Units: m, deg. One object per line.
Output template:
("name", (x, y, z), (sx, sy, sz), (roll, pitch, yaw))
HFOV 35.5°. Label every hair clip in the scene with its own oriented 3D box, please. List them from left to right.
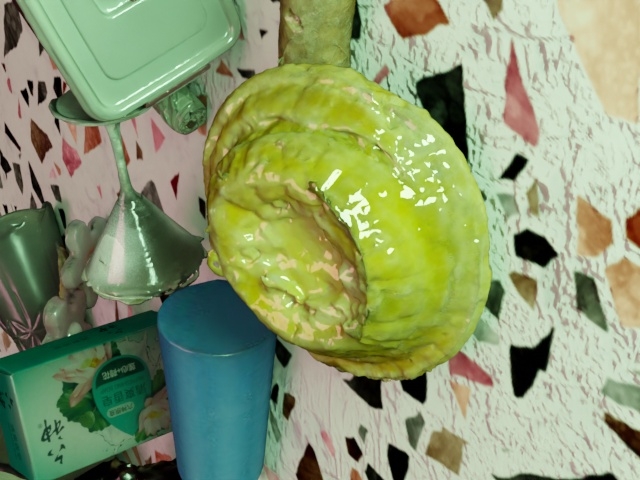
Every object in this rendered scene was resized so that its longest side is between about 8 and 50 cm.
("hair clip", (-0.353, 0.078, 1.419), (0.146, 0.075, 0.257), (89, -178, -59))

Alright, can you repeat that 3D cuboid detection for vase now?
("vase", (-0.474, 0.108, 1.661), (0.251, 0.156, 0.300), (-20, 94, 42))

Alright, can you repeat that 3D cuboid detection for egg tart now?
("egg tart", (0.000, 0.000, 0.827), (0.290, 0.115, 0.290), (20, 126, 31))

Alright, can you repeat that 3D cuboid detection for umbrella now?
("umbrella", (-0.185, -0.181, 1.153), (0.143, 0.062, 0.067), (53, 175, 19))

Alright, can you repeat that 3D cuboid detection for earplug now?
("earplug", (-0.117, 0.193, 1.161), (0.132, 0.132, 0.273), (40, 139, 42))

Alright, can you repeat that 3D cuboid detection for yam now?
("yam", (-0.014, -0.106, 0.903), (0.081, 0.081, 0.356), (42, 138, 41))

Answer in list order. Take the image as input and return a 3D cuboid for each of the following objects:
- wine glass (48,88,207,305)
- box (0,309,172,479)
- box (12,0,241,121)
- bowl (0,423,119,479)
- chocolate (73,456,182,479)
("wine glass", (-0.218, -0.063, 1.121), (0.156, 0.156, 0.232), (37, 142, 45))
("box", (-0.293, 0.200, 1.319), (0.092, 0.245, 0.153), (8, 111, 53))
("box", (-0.229, -0.287, 0.989), (0.167, 0.193, 0.294), (37, 157, 52))
("bowl", (-0.474, 0.388, 1.680), (0.354, 0.354, 0.185), (120, 168, -50))
("chocolate", (-0.192, 0.373, 1.378), (0.177, 0.206, 0.224), (-31, 85, 13))
